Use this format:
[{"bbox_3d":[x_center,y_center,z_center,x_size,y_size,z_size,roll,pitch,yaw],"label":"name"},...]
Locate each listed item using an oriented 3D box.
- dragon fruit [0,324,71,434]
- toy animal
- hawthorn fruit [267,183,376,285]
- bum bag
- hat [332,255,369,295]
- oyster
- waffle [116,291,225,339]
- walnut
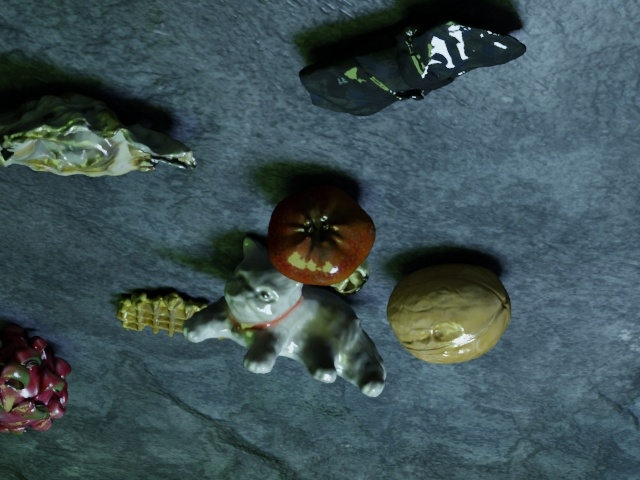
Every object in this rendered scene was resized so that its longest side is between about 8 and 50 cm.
[{"bbox_3d":[-0.580,0.264,2.502,0.198,0.218,0.273,-29,164,-34],"label":"dragon fruit"},{"bbox_3d":[-0.019,0.123,2.117,0.307,0.188,0.266,26,-167,23],"label":"toy animal"},{"bbox_3d":[0.000,0.000,1.939,0.162,0.163,0.203,6,173,2],"label":"hawthorn fruit"},{"bbox_3d":[0.102,-0.214,1.595,0.310,0.074,0.137,-17,152,38],"label":"bum bag"},{"bbox_3d":[0.044,0.040,2.072,0.076,0.059,0.077,30,142,-6],"label":"hat"},{"bbox_3d":[-0.353,-0.149,1.809,0.354,0.107,0.201,2,173,-14],"label":"oyster"},{"bbox_3d":[-0.273,0.140,2.336,0.192,0.046,0.160,-11,145,31],"label":"waffle"},{"bbox_3d":[0.207,0.117,2.068,0.197,0.165,0.165,-4,150,34],"label":"walnut"}]
